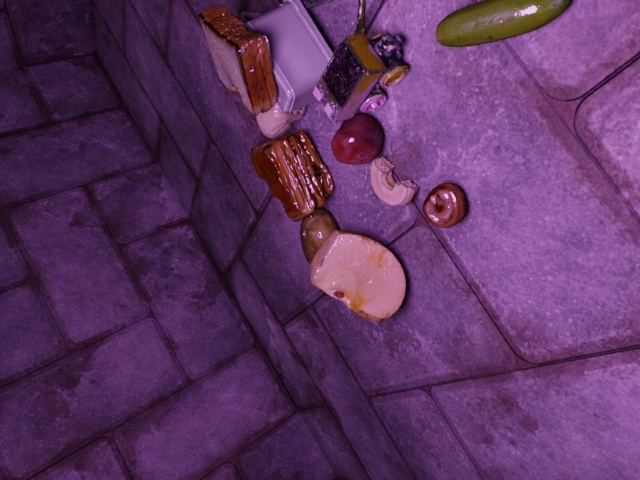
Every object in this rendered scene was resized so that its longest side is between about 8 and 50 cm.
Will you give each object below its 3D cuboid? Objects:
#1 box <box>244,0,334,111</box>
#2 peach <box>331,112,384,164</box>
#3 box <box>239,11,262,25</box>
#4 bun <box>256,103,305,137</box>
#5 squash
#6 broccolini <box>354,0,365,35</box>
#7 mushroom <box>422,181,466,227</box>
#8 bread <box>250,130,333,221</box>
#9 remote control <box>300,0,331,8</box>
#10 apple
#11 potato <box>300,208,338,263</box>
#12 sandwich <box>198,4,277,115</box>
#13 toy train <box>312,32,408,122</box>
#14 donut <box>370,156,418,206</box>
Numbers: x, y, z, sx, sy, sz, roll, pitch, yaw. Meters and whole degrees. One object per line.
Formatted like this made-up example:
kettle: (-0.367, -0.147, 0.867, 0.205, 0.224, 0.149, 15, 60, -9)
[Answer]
box: (-0.095, -0.546, 1.371, 0.311, 0.183, 0.175, 58, 162, 3)
peach: (0.111, -0.303, 1.335, 0.152, 0.152, 0.151, 37, 141, 38)
box: (-0.220, -0.690, 1.546, 0.151, 0.151, 0.135, 46, 137, 28)
bun: (-0.126, -0.455, 1.535, 0.145, 0.229, 0.229, 8, 131, 7)
squash: (0.343, -0.440, 0.912, 0.293, 0.082, 0.082, 14, 124, 54)
broccolini: (0.092, -0.653, 1.171, 0.071, 0.058, 0.254, -83, -6, -57)
mushroom: (0.328, -0.093, 1.207, 0.109, 0.084, 0.126, 38, 137, -13)
bread: (-0.103, -0.241, 1.671, 0.313, 0.192, 0.370, 63, 163, -11)
remote control: (-0.027, -0.714, 1.319, 0.222, 0.042, 0.072, 19, 130, 50)
apple: (0.127, 0.125, 1.538, 0.309, 0.252, 0.314, 28, 146, -9)
potato: (0.000, 0.000, 1.730, 0.228, 0.149, 0.197, 88, 171, -45)
sandwich: (-0.235, -0.518, 1.340, 0.273, 0.095, 0.248, 48, 160, 34)
toy train: (0.108, -0.427, 1.196, 0.134, 0.178, 0.261, 59, 149, 9)
donut: (0.214, -0.163, 1.347, 0.166, 0.065, 0.108, 44, 145, 29)
